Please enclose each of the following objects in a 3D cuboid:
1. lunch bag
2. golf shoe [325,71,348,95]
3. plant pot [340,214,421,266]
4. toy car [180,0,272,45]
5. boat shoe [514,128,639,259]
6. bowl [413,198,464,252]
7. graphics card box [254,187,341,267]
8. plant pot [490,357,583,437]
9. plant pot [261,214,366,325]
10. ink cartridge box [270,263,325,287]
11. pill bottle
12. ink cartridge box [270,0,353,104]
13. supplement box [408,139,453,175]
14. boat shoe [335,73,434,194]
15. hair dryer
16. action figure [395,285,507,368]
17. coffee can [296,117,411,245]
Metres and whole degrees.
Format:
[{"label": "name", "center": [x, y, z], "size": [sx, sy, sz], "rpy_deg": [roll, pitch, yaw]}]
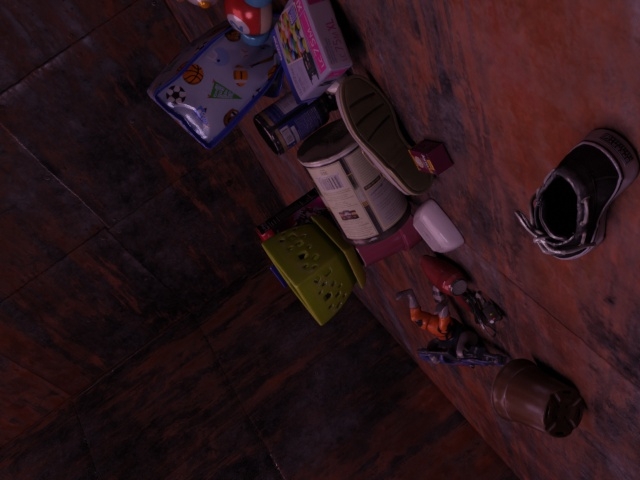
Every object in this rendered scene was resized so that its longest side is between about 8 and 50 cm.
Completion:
[{"label": "lunch bag", "center": [-0.254, -0.456, 1.622], "size": [0.239, 0.385, 0.328], "rpy_deg": [43, 178, -27]}, {"label": "golf shoe", "center": [0.006, -0.410, 1.410], "size": [0.186, 0.068, 0.086], "rpy_deg": [50, 171, 31]}, {"label": "plant pot", "center": [0.166, -0.025, 1.764], "size": [0.201, 0.180, 0.201], "rpy_deg": [53, 174, 8]}, {"label": "toy car", "center": [-0.231, -0.562, 1.341], "size": [0.219, 0.238, 0.210], "rpy_deg": [134, 131, -79]}, {"label": "boat shoe", "center": [0.343, -0.033, 0.845], "size": [0.113, 0.105, 0.306], "rpy_deg": [52, 173, 18]}, {"label": "bowl", "center": [0.285, -0.026, 1.493], "size": [0.142, 0.053, 0.142], "rpy_deg": [52, 174, 4]}, {"label": "graphics card box", "center": [0.007, -0.045, 1.938], "size": [0.232, 0.371, 0.094], "rpy_deg": [58, 173, -25]}, {"label": "plant pot", "center": [0.538, 0.392, 1.473], "size": [0.167, 0.167, 0.165], "rpy_deg": [56, 164, -17]}, {"label": "plant pot", "center": [-0.006, 0.074, 1.773], "size": [0.228, 0.207, 0.227], "rpy_deg": [49, 171, 42]}, {"label": "ink cartridge box", "center": [0.000, 0.000, 2.089], "size": [0.270, 0.396, 0.151], "rpy_deg": [57, 174, -26]}, {"label": "pill bottle", "center": [-0.055, -0.331, 1.569], "size": [0.122, 0.219, 0.123], "rpy_deg": [53, 173, 10]}, {"label": "ink cartridge box", "center": [-0.033, -0.418, 1.322], "size": [0.311, 0.065, 0.185], "rpy_deg": [172, 78, -75]}, {"label": "supplement box", "center": [0.224, -0.170, 1.225], "size": [0.055, 0.043, 0.083], "rpy_deg": [58, 172, -21]}, {"label": "boat shoe", "center": [0.126, -0.223, 1.331], "size": [0.302, 0.113, 0.103], "rpy_deg": [55, 168, -14]}, {"label": "hair dryer", "center": [0.372, 0.149, 1.654], "size": [0.293, 0.080, 0.223], "rpy_deg": [52, 173, 21]}, {"label": "action figure", "center": [0.427, 0.280, 1.857], "size": [0.342, 0.178, 0.330], "rpy_deg": [-3, 135, 49]}, {"label": "coffee can", "center": [0.090, -0.153, 1.552], "size": [0.275, 0.202, 0.201], "rpy_deg": [59, 172, -31]}]
